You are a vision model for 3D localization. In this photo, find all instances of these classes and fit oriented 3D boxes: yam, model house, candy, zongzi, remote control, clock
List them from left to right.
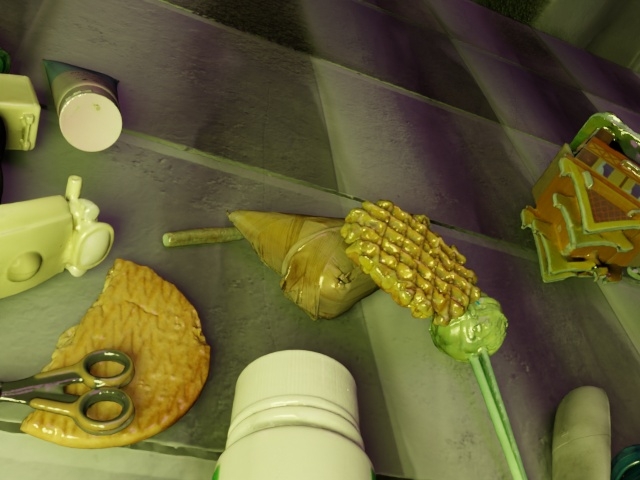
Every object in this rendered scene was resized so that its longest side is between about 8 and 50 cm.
[{"bbox_3d":[-0.365,-0.051,0.679,0.277,0.120,0.379,-5,46,-36],"label":"clock"},{"bbox_3d":[-0.141,-0.006,0.864,0.116,0.021,0.021,-8,48,-40],"label":"yam"},{"bbox_3d":[0.000,0.000,0.897,0.197,0.099,0.195,40,36,24],"label":"zongzi"},{"bbox_3d":[0.204,0.197,0.814,0.093,0.092,0.335,6,48,-18],"label":"candy"},{"bbox_3d":[0.294,0.236,0.806,0.044,0.073,0.229,50,32,-4],"label":"remote control"},{"bbox_3d":[0.513,0.008,1.205,0.358,0.242,0.313,39,51,12],"label":"model house"}]

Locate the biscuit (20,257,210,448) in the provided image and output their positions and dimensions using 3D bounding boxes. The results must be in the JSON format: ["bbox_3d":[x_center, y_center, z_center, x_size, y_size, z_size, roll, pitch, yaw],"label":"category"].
[{"bbox_3d":[-0.178,0.112,0.669,0.145,0.033,0.224,20,37,-10],"label":"biscuit"}]

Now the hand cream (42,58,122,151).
[{"bbox_3d":[-0.311,-0.190,0.913,0.111,0.070,0.312,11,17,-24],"label":"hand cream"}]

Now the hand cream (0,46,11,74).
[{"bbox_3d":[-0.549,-0.304,0.931,0.336,0.076,0.121,32,32,16],"label":"hand cream"}]

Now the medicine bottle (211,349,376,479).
[{"bbox_3d":[-0.023,0.212,0.563,0.139,0.139,0.236,19,34,-15],"label":"medicine bottle"}]

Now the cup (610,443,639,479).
[{"bbox_3d":[0.395,0.279,0.775,0.150,0.138,0.113,-1,44,-38],"label":"cup"}]

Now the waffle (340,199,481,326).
[{"bbox_3d":[0.109,0.022,0.836,0.191,0.038,0.191,23,38,-20],"label":"waffle"}]

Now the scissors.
[{"bbox_3d":[-0.265,0.124,0.570,0.220,0.017,0.088,2,40,-16],"label":"scissors"}]
